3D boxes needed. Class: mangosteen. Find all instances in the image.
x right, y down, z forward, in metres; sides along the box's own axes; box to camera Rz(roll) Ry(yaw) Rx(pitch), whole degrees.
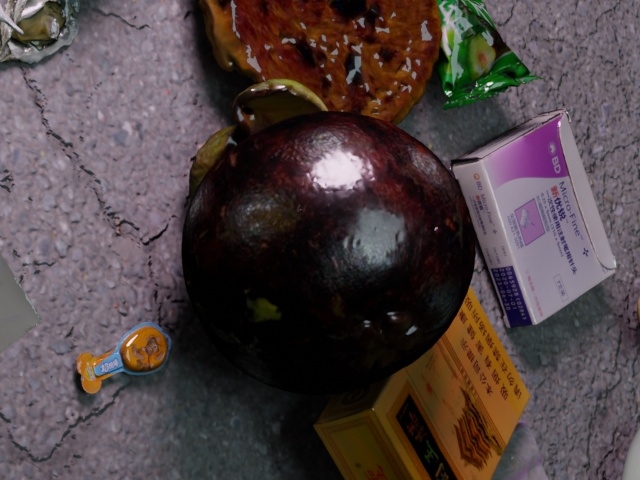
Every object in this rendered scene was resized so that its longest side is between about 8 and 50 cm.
[{"bbox_3d":[0.000,0.000,1.770,0.288,0.288,0.288,9,76,-41],"label":"mangosteen"}]

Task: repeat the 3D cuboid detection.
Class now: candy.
[{"bbox_3d":[0.143,-0.243,2.061,0.141,0.078,0.203,-11,77,-53],"label":"candy"}]

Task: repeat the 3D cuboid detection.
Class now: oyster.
[{"bbox_3d":[-0.257,-0.199,1.727,0.100,0.037,0.098,13,92,-61],"label":"oyster"}]

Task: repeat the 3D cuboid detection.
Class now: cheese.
[{"bbox_3d":[-0.178,0.107,1.743,0.111,0.017,0.047,-23,94,-42],"label":"cheese"}]

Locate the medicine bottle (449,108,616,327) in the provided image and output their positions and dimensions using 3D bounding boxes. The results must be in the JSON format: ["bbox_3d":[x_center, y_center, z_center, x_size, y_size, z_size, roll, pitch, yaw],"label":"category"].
[{"bbox_3d":[0.238,-0.026,2.120,0.171,0.052,0.201,-27,102,-42],"label":"medicine bottle"}]

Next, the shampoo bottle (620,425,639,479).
[{"bbox_3d":[0.407,0.381,2.127,0.222,0.151,0.350,34,62,-35],"label":"shampoo bottle"}]

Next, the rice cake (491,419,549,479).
[{"bbox_3d":[0.135,0.296,1.965,0.298,0.050,0.106,-32,104,-41],"label":"rice cake"}]

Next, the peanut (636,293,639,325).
[{"bbox_3d":[0.459,0.043,2.275,0.263,0.101,0.117,-50,135,-39],"label":"peanut"}]

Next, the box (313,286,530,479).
[{"bbox_3d":[0.108,0.169,1.898,0.174,0.076,0.274,59,33,-16],"label":"box"}]

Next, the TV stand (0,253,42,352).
[{"bbox_3d":[-0.355,0.112,1.535,0.269,0.088,0.083,-44,111,-39],"label":"TV stand"}]

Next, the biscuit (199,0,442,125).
[{"bbox_3d":[-0.012,-0.256,1.918,0.289,0.081,0.334,-18,95,-38],"label":"biscuit"}]

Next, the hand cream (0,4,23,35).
[{"bbox_3d":[-0.399,-0.283,1.538,0.358,0.185,0.118,38,87,-27],"label":"hand cream"}]
